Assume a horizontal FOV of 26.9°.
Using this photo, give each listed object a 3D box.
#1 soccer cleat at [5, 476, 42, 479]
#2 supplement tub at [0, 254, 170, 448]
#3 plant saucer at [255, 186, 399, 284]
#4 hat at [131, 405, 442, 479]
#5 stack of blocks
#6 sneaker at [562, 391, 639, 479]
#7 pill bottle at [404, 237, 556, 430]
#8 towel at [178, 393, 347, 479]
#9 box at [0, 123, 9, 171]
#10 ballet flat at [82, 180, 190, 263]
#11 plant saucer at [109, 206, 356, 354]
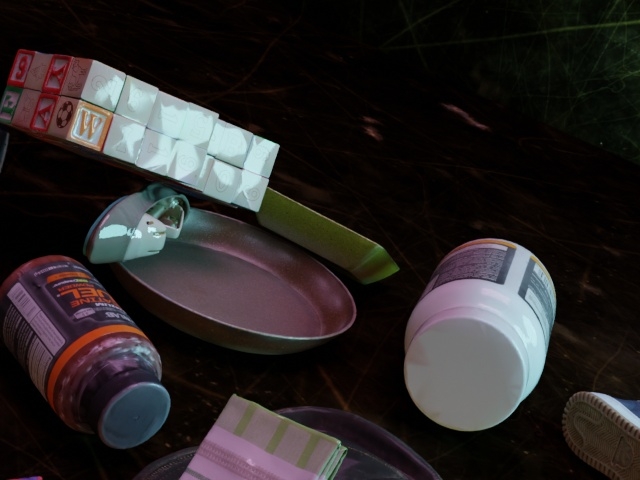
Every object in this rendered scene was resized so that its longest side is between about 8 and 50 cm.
[{"bbox_3d":[-0.109,0.254,0.930,0.318,0.109,0.116,24,15,12],"label":"soccer cleat"},{"bbox_3d":[-0.212,0.103,1.203,0.106,0.106,0.198,4,27,-42],"label":"supplement tub"},{"bbox_3d":[0.000,0.000,1.715,0.188,0.045,0.188,27,-5,14],"label":"plant saucer"},{"bbox_3d":[0.011,0.220,1.100,0.331,0.134,0.331,20,19,-7],"label":"hat"},{"bbox_3d":[-0.192,-0.118,1.513,0.297,0.087,0.171,21,-4,-41],"label":"stack of blocks"},{"bbox_3d":[0.403,0.257,1.473,0.153,0.099,0.282,9,20,-28],"label":"sneaker"},{"bbox_3d":[0.183,0.106,1.536,0.162,0.162,0.278,25,20,7],"label":"pill bottle"},{"bbox_3d":[-0.062,0.198,1.008,0.113,0.152,0.023,21,-22,26],"label":"towel"},{"bbox_3d":[-0.476,-0.118,1.488,0.207,0.108,0.153,6,25,-38],"label":"box"},{"bbox_3d":[-0.190,-0.017,1.449,0.068,0.072,0.213,23,18,4],"label":"ballet flat"},{"bbox_3d":[-0.111,0.048,1.539,0.310,0.050,0.310,21,20,-8],"label":"plant saucer"}]
